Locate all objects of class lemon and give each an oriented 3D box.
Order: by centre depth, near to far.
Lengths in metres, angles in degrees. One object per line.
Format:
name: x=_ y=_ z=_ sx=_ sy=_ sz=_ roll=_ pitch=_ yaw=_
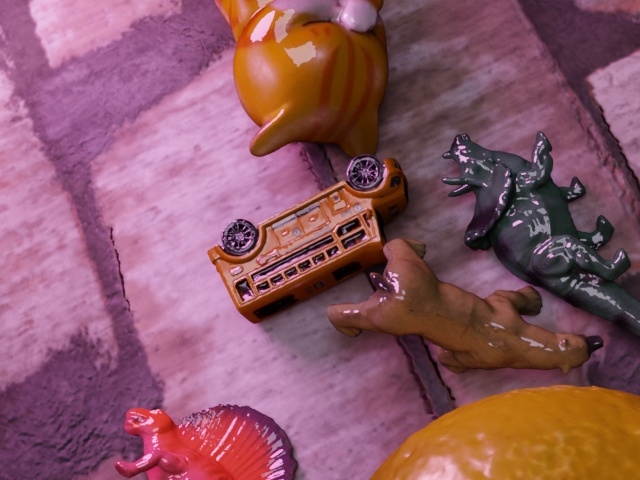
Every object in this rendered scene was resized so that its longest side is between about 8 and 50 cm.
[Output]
lemon: x=0.177 y=0.258 z=0.839 sx=0.336 sy=0.336 sz=0.336 roll=-3 pitch=71 yaw=9

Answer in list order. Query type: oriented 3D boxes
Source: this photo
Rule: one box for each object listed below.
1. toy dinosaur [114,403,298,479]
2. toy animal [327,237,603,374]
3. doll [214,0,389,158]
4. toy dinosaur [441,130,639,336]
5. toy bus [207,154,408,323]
toy dinosaur: x=-0.062 y=0.236 z=1.027 sx=0.286 sy=0.070 sz=0.139 roll=41 pitch=61 yaw=18
toy animal: x=0.126 y=0.069 z=0.999 sx=0.219 sy=0.101 sz=0.103 roll=22 pitch=88 yaw=-10
doll: x=-0.025 y=-0.219 z=1.113 sx=0.167 sy=0.162 sz=0.269 roll=-5 pitch=61 yaw=-24
toy dinosaur: x=0.227 y=-0.003 z=1.037 sx=0.292 sy=0.079 sz=0.120 roll=35 pitch=86 yaw=22
toy bus: x=0.000 y=0.000 z=1.072 sx=0.194 sy=0.083 sz=0.088 roll=-27 pitch=72 yaw=3
